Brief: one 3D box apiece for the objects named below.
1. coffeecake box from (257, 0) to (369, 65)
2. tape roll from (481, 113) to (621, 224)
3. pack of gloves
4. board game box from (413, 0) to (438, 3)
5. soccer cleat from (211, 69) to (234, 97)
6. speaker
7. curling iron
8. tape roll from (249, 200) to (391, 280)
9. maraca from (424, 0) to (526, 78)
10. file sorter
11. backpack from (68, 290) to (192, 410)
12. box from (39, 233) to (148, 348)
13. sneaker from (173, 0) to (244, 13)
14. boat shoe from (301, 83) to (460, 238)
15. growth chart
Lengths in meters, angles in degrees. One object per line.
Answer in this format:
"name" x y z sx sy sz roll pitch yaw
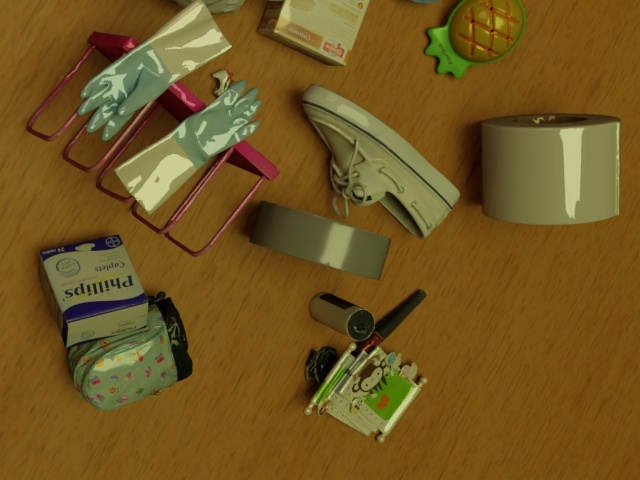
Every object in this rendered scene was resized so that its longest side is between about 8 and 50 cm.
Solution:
"coffeecake box" 0.001 -0.394 1.625 0.142 0.068 0.185 20 90 -30
"tape roll" 0.409 -0.133 1.800 0.246 0.246 0.169 -9 103 -27
"pack of gloves" -0.191 -0.174 1.344 0.232 0.046 0.195 -40 116 -11
"board game box" 0.165 -0.488 1.720 0.133 0.033 0.169 26 81 -26
"soccer cleat" -0.151 -0.229 1.599 0.035 0.029 0.083 -13 103 -17
"speaker" 0.036 0.128 1.706 0.055 0.136 0.055 -6 102 -27
"curling iron" 0.087 0.169 1.800 0.274 0.035 0.068 -33 114 -19
"tape roll" 0.000 0.000 1.615 0.219 0.219 0.072 18 90 -30
"maraca" 0.272 -0.364 1.768 0.185 0.099 0.127 -33 107 8
"file sorter" -0.250 -0.135 1.465 0.290 0.202 0.182 42 82 -28
"backpack" -0.294 0.178 1.546 0.182 0.115 0.152 -19 116 -20
"box" -0.335 0.073 1.487 0.126 0.137 0.072 -14 146 -26
"sneaker" -0.091 -0.438 1.461 0.365 0.210 0.137 -16 86 -10
"boat shoe" 0.077 -0.108 1.698 0.367 0.136 0.156 36 85 -39
"growth chart" 0.088 0.269 1.807 0.237 0.021 0.172 32 89 -41
